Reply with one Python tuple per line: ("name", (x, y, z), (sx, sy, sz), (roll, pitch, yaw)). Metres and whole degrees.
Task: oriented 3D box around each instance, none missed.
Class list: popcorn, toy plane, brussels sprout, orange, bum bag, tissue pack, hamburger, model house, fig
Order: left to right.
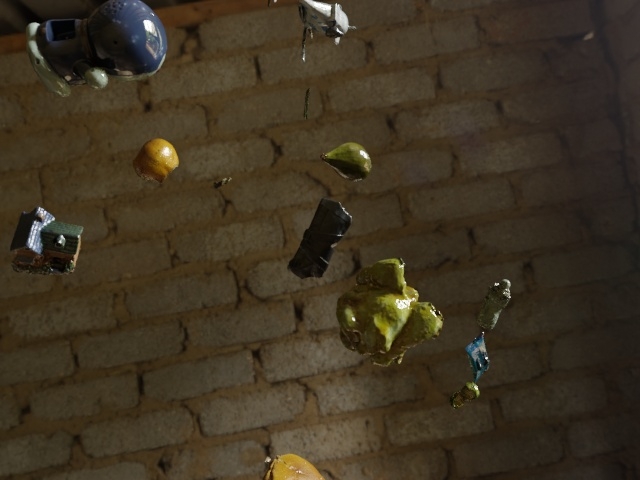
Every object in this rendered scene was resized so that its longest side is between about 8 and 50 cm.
("model house", (-0.831, 0.001, 1.716), (0.183, 0.166, 0.172), (12, -33, -19))
("orange", (-0.546, -0.261, 1.870), (0.134, 0.156, 0.156), (33, -10, -7))
("hamburger", (-0.071, 0.775, 1.614), (0.170, 0.314, 0.290), (-35, 1, 18))
("toy plane", (-0.009, -0.477, 1.142), (0.107, 0.182, 0.273), (5, -14, 19))
("bum bag", (0.000, 0.000, 1.264), (0.087, 0.197, 0.049), (25, 14, -7))
("fig", (0.093, -0.264, 1.864), (0.127, 0.133, 0.185), (-7, -5, 25))
("popcorn", (0.181, 0.202, 1.719), (0.290, 0.325, 0.321), (-10, 38, -15))
("brussels sprout", (0.368, 0.400, 1.454), (0.083, 0.046, 0.051), (-28, -25, -1))
("tissue pack", (0.457, 0.337, 1.618), (0.085, 0.138, 0.028), (-37, 30, -30))

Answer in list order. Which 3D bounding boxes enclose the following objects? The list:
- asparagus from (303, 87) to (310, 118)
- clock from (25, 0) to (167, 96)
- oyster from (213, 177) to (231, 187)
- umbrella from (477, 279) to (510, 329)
("asparagus", (-0.039, -0.392, 1.617), (0.014, 0.015, 0.114), (24, -30, 9))
("clock", (-0.412, -0.363, 1.062), (0.243, 0.199, 0.146), (-15, -36, -2))
("oyster", (-0.301, -0.177, 1.713), (0.054, 0.019, 0.083), (-32, 14, -23))
("umbrella", (0.465, 0.168, 1.503), (0.062, 0.143, 0.067), (21, 15, -15))
